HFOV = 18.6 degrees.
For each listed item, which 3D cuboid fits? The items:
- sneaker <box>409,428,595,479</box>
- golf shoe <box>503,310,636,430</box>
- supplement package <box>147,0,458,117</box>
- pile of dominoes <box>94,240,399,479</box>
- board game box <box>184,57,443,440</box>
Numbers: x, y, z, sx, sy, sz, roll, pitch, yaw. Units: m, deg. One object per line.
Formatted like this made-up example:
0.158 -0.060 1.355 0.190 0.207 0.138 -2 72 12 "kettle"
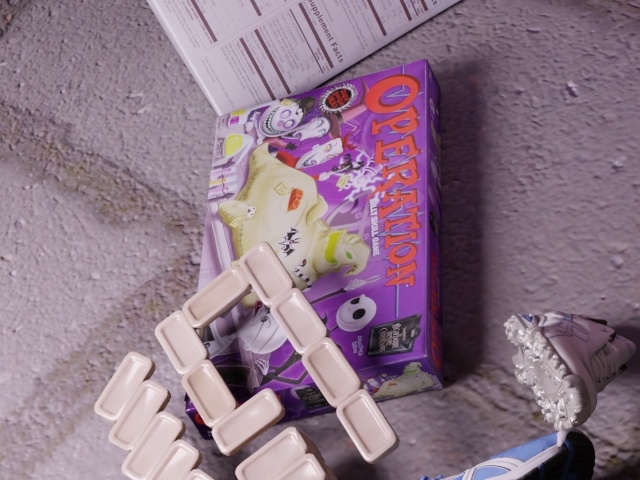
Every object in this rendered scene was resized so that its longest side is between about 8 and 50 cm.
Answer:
0.095 0.188 1.367 0.211 0.080 0.081 -32 44 -4 "sneaker"
0.186 0.082 1.395 0.086 0.069 0.176 -11 14 -1 "golf shoe"
-0.040 -0.277 1.814 0.263 0.198 0.199 -31 41 -2 "supplement package"
-0.058 0.145 1.497 0.196 0.040 0.251 -38 50 4 "pile of dominoes"
0.000 0.000 1.635 0.208 0.056 0.347 -12 44 14 "board game box"
